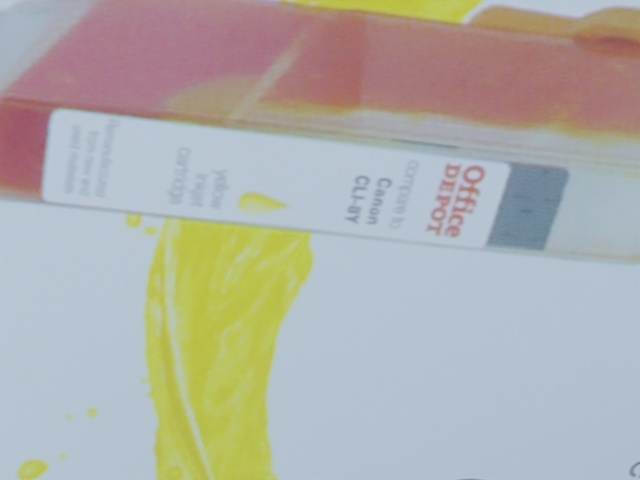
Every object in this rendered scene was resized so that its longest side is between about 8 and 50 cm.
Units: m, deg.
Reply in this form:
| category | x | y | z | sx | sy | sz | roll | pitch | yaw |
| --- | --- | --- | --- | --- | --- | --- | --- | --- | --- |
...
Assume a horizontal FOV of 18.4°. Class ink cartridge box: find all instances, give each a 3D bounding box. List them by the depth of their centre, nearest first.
| category | x | y | z | sx | sy | sz | roll | pitch | yaw |
| --- | --- | --- | --- | --- | --- | --- | --- | --- | --- |
| ink cartridge box | -0.046 | -0.024 | 0.451 | 0.160 | 0.385 | 0.279 | -101 | 24 | -46 |
